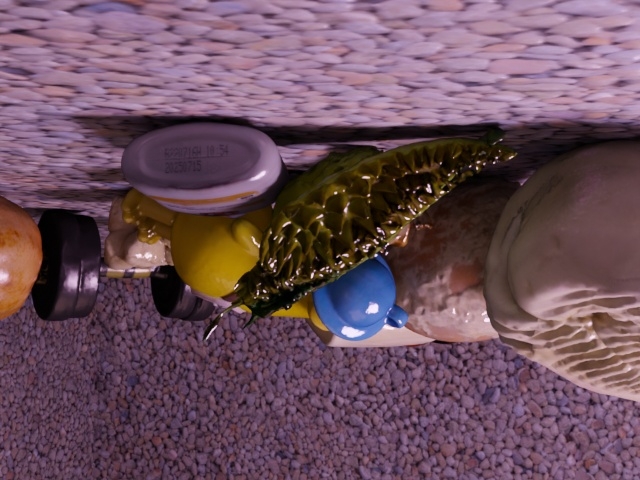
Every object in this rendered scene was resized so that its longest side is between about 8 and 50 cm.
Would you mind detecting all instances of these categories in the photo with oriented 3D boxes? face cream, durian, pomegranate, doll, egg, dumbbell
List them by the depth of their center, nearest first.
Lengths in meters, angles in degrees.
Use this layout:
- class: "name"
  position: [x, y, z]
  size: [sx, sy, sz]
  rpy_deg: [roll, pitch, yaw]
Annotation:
- class: "durian"
  position: [0.014, -0.021, 1.105]
  size: [0.375, 0.106, 0.132]
  rpy_deg: [-32, -160, 26]
- class: "face cream"
  position: [-0.104, -0.062, 1.138]
  size: [0.144, 0.071, 0.291]
  rpy_deg: [-2, 176, 0]
- class: "doll"
  position: [-0.060, 0.026, 1.359]
  size: [0.363, 0.145, 0.199]
  rpy_deg: [22, 163, 20]
- class: "egg"
  position: [0.181, 0.027, 1.401]
  size: [0.245, 0.203, 0.203]
  rpy_deg: [-20, 173, 7]
- class: "pomegranate"
  position: [-0.479, 0.019, 1.566]
  size: [0.207, 0.207, 0.207]
  rpy_deg: [0, 176, 0]
- class: "dumbbell"
  position: [-0.323, 0.044, 1.923]
  size: [0.388, 0.185, 0.185]
  rpy_deg: [2, 176, -28]

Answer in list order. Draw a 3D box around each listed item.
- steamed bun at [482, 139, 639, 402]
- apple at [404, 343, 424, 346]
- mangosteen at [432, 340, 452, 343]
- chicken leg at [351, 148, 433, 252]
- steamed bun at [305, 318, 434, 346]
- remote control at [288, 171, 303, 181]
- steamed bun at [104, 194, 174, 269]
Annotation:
- class: "steamed bun"
  position: [0.354, 0.024, 1.180]
  size: [0.352, 0.247, 0.339]
  rpy_deg: [23, 161, -4]
- class: "apple"
  position: [0.154, 0.069, 2.088]
  size: [0.230, 0.230, 0.230]
  rpy_deg: [0, 176, 0]
- class: "mangosteen"
  position: [0.207, 0.052, 1.855]
  size: [0.243, 0.243, 0.243]
  rpy_deg: [0, 176, 0]
- class: "chicken leg"
  position: [0.063, -0.047, 1.246]
  size: [0.085, 0.101, 0.207]
  rpy_deg: [-30, 165, 1]
- class: "steamed bun"
  position: [0.068, 0.029, 1.568]
  size: [0.200, 0.155, 0.250]
  rpy_deg: [1, -140, -20]
- class: "remote control"
  position: [0.051, -0.065, 1.424]
  size: [0.245, 0.025, 0.063]
  rpy_deg: [2, 172, -30]
- class: "steamed bun"
  position: [-0.213, -0.017, 1.593]
  size: [0.177, 0.106, 0.192]
  rpy_deg: [-5, -177, 21]
